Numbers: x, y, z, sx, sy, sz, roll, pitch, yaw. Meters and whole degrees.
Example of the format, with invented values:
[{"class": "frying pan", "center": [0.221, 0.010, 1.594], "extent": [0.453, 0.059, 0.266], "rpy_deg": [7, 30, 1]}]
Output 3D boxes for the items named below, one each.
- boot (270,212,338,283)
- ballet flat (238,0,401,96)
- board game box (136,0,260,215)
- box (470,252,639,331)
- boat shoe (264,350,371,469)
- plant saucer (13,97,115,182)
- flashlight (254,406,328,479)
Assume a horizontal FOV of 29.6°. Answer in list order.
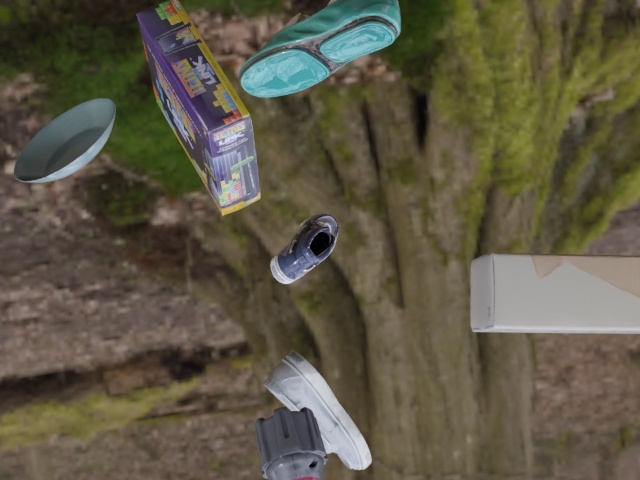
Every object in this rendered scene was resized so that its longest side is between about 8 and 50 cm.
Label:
[{"class": "boot", "center": [0.000, 0.000, 1.893], "extent": [0.086, 0.069, 0.190], "rpy_deg": [-32, -168, 37]}, {"class": "ballet flat", "center": [0.003, -0.251, 1.502], "extent": [0.247, 0.087, 0.083], "rpy_deg": [-18, 139, 39]}, {"class": "board game box", "center": [-0.120, -0.131, 1.202], "extent": [0.048, 0.170, 0.141], "rpy_deg": [-26, 150, -12]}, {"class": "box", "center": [0.407, 0.087, 1.946], "extent": [0.311, 0.121, 0.148], "rpy_deg": [2, 174, -9]}, {"class": "boat shoe", "center": [-0.008, 0.252, 1.682], "extent": [0.081, 0.227, 0.079], "rpy_deg": [-40, -148, -12]}, {"class": "plant saucer", "center": [-0.394, -0.148, 1.913], "extent": [0.195, 0.037, 0.195], "rpy_deg": [-23, -146, 17]}, {"class": "flashlight", "center": [-0.009, 0.333, 1.328], "extent": [0.103, 0.304, 0.103], "rpy_deg": [13, 142, -44]}]
